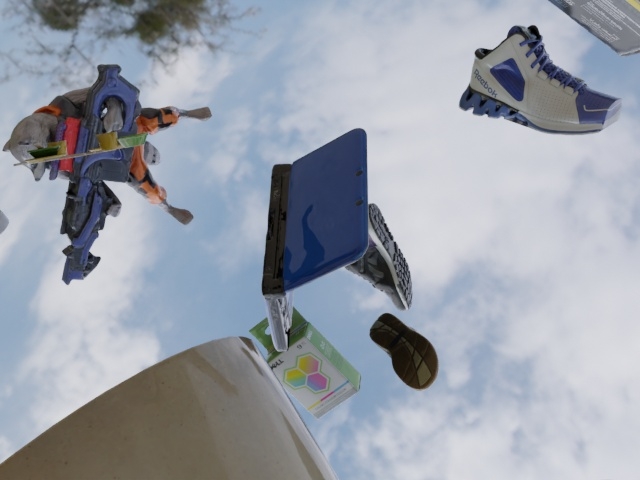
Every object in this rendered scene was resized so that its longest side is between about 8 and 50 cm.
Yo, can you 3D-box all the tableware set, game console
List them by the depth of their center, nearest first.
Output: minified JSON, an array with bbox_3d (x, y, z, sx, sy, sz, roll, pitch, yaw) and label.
[{"bbox_3d":[-0.269,-0.108,1.002,0.154,0.024,0.104,-2,-169,44],"label":"tableware set"},{"bbox_3d":[0.000,0.000,1.466,0.174,0.250,0.293,-2,-133,6],"label":"game console"}]

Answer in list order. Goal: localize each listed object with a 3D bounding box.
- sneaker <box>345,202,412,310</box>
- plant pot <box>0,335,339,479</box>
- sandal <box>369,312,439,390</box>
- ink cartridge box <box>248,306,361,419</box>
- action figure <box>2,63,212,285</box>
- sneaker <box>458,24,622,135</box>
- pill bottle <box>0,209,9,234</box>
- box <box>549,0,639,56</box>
[{"bbox_3d":[0.118,0.047,2.045,0.124,0.283,0.107,-17,-155,22],"label":"sneaker"},{"bbox_3d":[-0.046,0.234,0.443,0.256,0.256,0.274,-42,-104,-1],"label":"plant pot"},{"bbox_3d":[0.137,0.174,1.390,0.072,0.049,0.180,-46,-146,1],"label":"sandal"},{"bbox_3d":[-0.032,0.227,1.674,0.109,0.209,0.062,-38,-166,22],"label":"ink cartridge box"},{"bbox_3d":[-0.346,-0.108,1.407,0.179,0.330,0.341,27,-80,41],"label":"action figure"},{"bbox_3d":[0.415,-0.316,1.708,0.316,0.182,0.127,17,-150,30],"label":"sneaker"},{"bbox_3d":[-0.555,-0.078,1.334,0.103,0.184,0.103,-23,-149,14],"label":"pill bottle"},{"bbox_3d":[0.160,-0.319,0.578,0.257,0.322,0.079,-59,-166,-7],"label":"box"}]
